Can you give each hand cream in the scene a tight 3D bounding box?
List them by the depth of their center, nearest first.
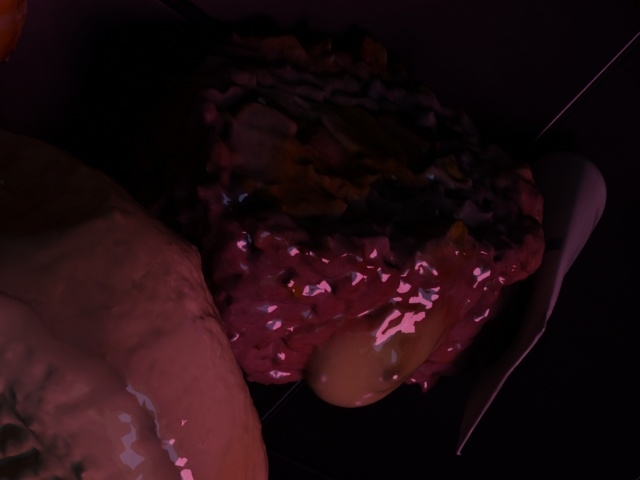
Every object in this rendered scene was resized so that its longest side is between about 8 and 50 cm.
[{"bbox_3d":[0.151,0.027,1.239,0.067,0.321,0.109,30,120,-2],"label":"hand cream"}]

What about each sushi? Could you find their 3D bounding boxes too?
[{"bbox_3d":[0.000,0.000,1.129,0.270,0.236,0.171,1,135,-42],"label":"sushi"}]

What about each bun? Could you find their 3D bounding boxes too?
[{"bbox_3d":[-0.187,0.084,1.014,0.202,0.364,0.364,-46,158,-52],"label":"bun"}]

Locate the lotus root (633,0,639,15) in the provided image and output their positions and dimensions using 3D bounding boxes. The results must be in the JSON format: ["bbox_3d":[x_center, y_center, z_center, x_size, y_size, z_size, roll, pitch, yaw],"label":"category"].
[{"bbox_3d":[0.302,-0.205,1.266,0.179,0.080,0.089,-38,139,-1],"label":"lotus root"}]

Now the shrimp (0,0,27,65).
[{"bbox_3d":[-0.226,-0.179,0.924,0.152,0.063,0.287,-6,133,-15],"label":"shrimp"}]
